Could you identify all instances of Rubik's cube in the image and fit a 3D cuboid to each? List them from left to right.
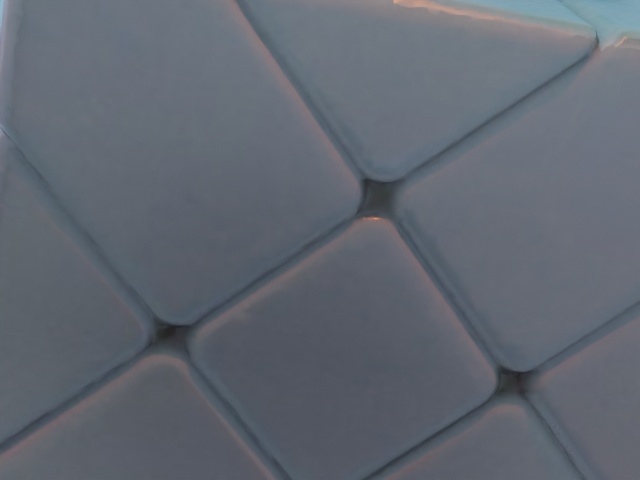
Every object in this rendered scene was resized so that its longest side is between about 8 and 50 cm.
[{"bbox_3d":[0.000,0.000,0.667,0.321,0.316,0.319,8,-71,-8],"label":"Rubik's cube"}]
